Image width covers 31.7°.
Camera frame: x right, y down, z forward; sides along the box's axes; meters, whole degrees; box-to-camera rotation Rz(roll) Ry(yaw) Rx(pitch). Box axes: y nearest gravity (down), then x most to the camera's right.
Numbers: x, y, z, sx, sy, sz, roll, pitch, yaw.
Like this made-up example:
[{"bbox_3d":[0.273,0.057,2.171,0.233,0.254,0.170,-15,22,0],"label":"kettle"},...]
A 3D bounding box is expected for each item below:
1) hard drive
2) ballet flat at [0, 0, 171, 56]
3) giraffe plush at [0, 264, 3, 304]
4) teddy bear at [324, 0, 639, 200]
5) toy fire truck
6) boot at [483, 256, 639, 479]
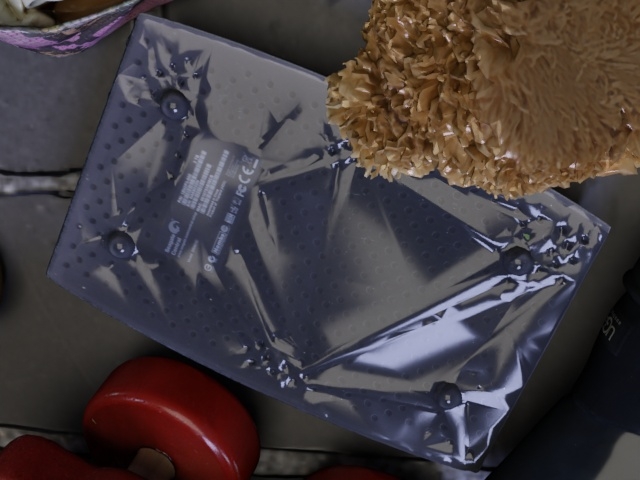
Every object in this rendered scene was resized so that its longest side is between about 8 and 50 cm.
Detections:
[{"bbox_3d":[0.000,0.000,0.592,0.255,0.054,0.172,24,110,2],"label":"hard drive"},{"bbox_3d":[-0.077,-0.153,0.546,0.221,0.079,0.077,-27,100,17],"label":"ballet flat"},{"bbox_3d":[-0.304,0.041,0.599,0.210,0.170,0.181,31,110,0],"label":"giraffe plush"},{"bbox_3d":[0.077,-0.191,0.490,0.245,0.113,0.338,-23,99,-10],"label":"teddy bear"},{"bbox_3d":[-0.075,0.231,0.639,0.302,0.169,0.254,29,134,1],"label":"toy fire truck"},{"bbox_3d":[0.211,0.136,0.571,0.246,0.094,0.207,26,112,-5],"label":"boot"}]
